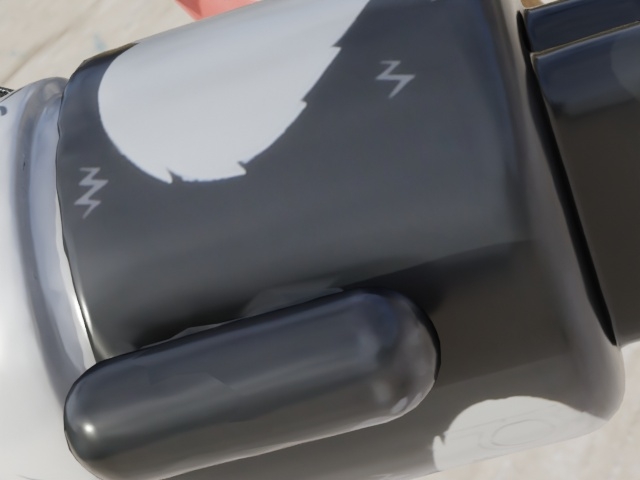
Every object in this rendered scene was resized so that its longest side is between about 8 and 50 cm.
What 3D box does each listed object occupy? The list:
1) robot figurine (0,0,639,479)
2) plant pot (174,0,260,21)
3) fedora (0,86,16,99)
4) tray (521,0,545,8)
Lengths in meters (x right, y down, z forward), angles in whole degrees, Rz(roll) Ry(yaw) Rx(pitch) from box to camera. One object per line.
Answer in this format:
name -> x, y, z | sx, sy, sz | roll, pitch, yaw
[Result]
robot figurine -> -0.001, -0.001, 0.519 | 0.278, 0.209, 0.174 | -16, 71, 12
plant pot -> 0.020, -0.230, 1.343 | 0.275, 0.243, 0.275 | -55, -6, -9
fedora -> -0.377, -0.040, 1.837 | 0.334, 0.334, 0.152 | -15, 39, 50
tray -> 0.112, -0.115, 0.956 | 0.076, 0.411, 0.203 | -43, 57, 15
